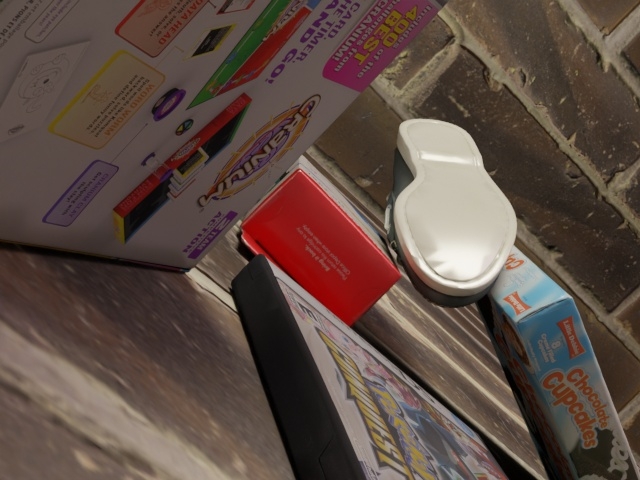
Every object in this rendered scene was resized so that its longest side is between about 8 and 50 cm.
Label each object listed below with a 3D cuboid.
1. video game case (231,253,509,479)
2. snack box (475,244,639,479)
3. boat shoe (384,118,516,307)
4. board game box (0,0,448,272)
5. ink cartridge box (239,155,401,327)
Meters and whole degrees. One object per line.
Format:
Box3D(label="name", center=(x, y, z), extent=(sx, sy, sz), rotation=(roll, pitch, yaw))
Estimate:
Box3D(label="video game case", center=(0.063, 0.141, 0.586), extent=(0.248, 0.035, 0.275), rotation=(42, 7, -25))
Box3D(label="snack box", center=(0.236, 0.164, 0.935), extent=(0.187, 0.060, 0.322), rotation=(-117, -178, -70))
Box3D(label="boat shoe", center=(0.120, -0.016, 0.957), extent=(0.116, 0.099, 0.319), rotation=(7, 31, -4))
Box3D(label="board game box", center=(-0.059, -0.098, 0.440), extent=(0.064, 0.242, 0.316), rotation=(46, 6, 14))
Box3D(label="ink cartridge box", center=(0.000, 0.000, 0.890), extent=(0.134, 0.078, 0.231), rotation=(45, 6, -8))
